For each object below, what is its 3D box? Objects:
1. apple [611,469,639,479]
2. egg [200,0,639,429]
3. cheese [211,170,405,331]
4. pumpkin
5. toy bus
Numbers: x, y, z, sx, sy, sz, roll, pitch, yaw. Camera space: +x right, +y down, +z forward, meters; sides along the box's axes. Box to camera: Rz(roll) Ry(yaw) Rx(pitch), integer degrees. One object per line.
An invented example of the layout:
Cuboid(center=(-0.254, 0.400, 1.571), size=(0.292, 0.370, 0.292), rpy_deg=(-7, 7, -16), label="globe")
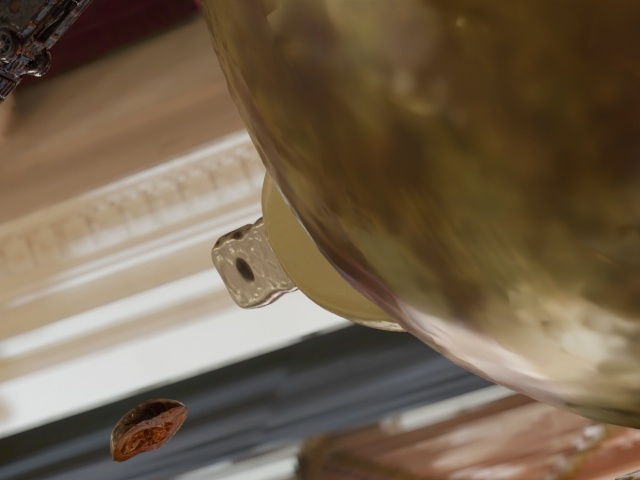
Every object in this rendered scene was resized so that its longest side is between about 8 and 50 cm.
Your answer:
Cuboid(center=(0.203, 0.244, 0.756), size=(0.339, 0.339, 0.340), rpy_deg=(52, -153, -42), label="apple")
Cuboid(center=(0.081, -0.082, 0.459), size=(0.289, 0.238, 0.238), rpy_deg=(39, -145, -35), label="egg")
Cuboid(center=(-0.001, 0.001, 0.940), size=(0.049, 0.235, 0.127), rpy_deg=(-30, -89, -26), label="cheese")
Cuboid(center=(-0.148, 0.153, 1.533), size=(0.028, 0.050, 0.083), rpy_deg=(41, -146, 21), label="pumpkin")
Cuboid(center=(-0.172, -0.158, 1.137), size=(0.065, 0.166, 0.047), rpy_deg=(46, -172, 21), label="toy bus")
